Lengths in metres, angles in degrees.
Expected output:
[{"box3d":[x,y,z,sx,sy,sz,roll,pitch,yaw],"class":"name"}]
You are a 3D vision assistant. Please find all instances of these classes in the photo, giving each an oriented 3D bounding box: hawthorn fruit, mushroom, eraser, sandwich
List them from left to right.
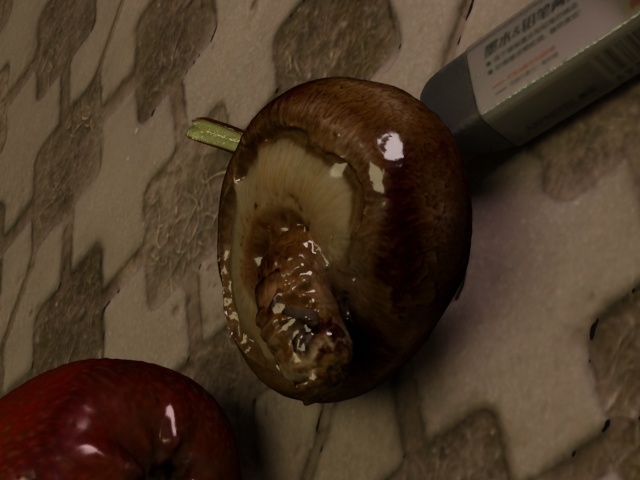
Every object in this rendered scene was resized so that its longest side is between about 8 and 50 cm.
[{"box3d":[-0.214,0.238,0.853,0.299,0.275,0.276,8,81,47],"class":"hawthorn fruit"},{"box3d":[-0.110,-0.119,1.046,0.044,0.083,0.031,-60,-9,-82],"class":"sandwich"},{"box3d":[0.013,0.006,0.764,0.297,0.163,0.278,-54,37,44],"class":"mushroom"},{"box3d":[0.225,-0.172,0.699,0.352,0.061,0.089,-32,46,35],"class":"eraser"}]
